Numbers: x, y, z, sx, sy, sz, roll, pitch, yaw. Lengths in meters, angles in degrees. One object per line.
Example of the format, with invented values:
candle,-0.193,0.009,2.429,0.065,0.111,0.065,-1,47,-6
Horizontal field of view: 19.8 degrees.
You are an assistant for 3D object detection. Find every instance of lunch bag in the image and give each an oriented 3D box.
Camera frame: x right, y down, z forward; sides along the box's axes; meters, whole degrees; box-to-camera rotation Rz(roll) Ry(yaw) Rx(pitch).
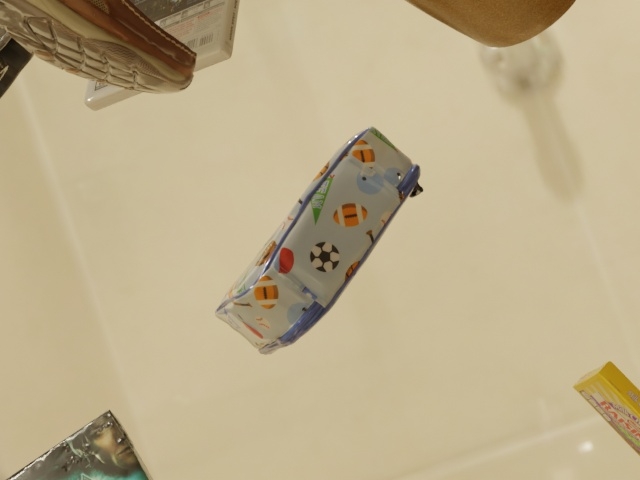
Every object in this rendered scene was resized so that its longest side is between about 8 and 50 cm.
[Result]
lunch bag,0.000,0.000,2.287,0.303,0.115,0.243,-52,3,-16

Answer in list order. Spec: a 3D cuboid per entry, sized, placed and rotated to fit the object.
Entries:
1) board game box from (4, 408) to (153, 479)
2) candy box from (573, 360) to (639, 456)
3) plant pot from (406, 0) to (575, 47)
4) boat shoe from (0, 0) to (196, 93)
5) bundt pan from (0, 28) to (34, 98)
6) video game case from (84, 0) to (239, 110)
board game box,-0.228,0.245,1.575,0.186,0.126,0.026,-34,-33,-1
candy box,0.383,0.227,2.120,0.027,0.206,0.105,-43,-4,-18
plant pot,0.112,-0.290,1.539,0.237,0.254,0.237,-31,33,23
boat shoe,-0.226,-0.226,1.542,0.324,0.116,0.123,30,-16,-36
bundt pan,-0.474,-0.245,2.411,0.331,0.124,0.331,-51,5,6
video game case,-0.162,-0.236,1.947,0.190,0.173,0.022,-18,-39,32
